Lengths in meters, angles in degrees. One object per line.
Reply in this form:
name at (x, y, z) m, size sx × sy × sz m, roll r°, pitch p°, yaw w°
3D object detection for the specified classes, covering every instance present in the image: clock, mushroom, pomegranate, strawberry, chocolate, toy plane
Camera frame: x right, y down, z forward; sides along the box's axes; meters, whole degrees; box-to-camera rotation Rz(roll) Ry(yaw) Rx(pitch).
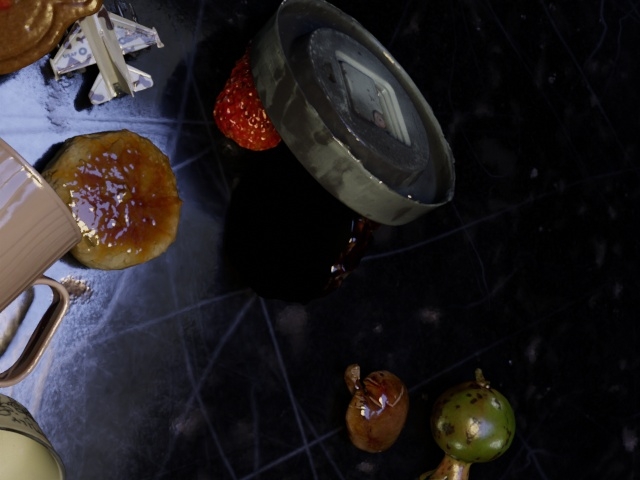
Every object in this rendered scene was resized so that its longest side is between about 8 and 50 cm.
clock at (0.054, -0.195, 1.294) m, size 0.386 × 0.076 × 0.386 m, roll 35°, pitch 34°, yaw -28°
mushroom at (0.090, 0.274, 1.430) m, size 0.135 × 0.080 × 0.170 m, roll -47°, pitch 117°, yaw -35°
pomegranate at (0.245, 0.343, 1.507) m, size 0.156 × 0.156 × 0.220 m, roll 35°, pitch 102°, yaw -28°
strawberry at (-0.091, -0.231, 1.319) m, size 0.121 × 0.082 × 0.188 m, roll 15°, pitch 84°, yaw -29°
chocolate at (0.000, 0.000, 1.327) m, size 0.177 × 0.224 × 0.206 m, roll 13°, pitch 81°, yaw -55°
toy plane at (-0.309, -0.292, 1.187) m, size 0.160 × 0.082 × 0.234 m, roll -23°, pitch 87°, yaw -21°

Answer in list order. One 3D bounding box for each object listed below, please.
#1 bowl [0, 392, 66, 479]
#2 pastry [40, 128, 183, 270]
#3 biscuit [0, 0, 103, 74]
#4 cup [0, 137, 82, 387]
bowl at (-0.438, 0.269, 1.030) m, size 0.237 × 0.126 × 0.238 m, roll -16°, pitch 131°, yaw -20°
pastry at (-0.283, -0.056, 1.174) m, size 0.182 × 0.093 × 0.192 m, roll -21°, pitch 100°, yaw -37°
biscuit at (-0.405, -0.353, 1.058) m, size 0.257 × 0.049 × 0.273 m, roll -28°, pitch 102°, yaw 6°
cup at (-0.443, 0.027, 1.033) m, size 0.273 × 0.208 × 0.288 m, roll -50°, pitch 152°, yaw -23°
